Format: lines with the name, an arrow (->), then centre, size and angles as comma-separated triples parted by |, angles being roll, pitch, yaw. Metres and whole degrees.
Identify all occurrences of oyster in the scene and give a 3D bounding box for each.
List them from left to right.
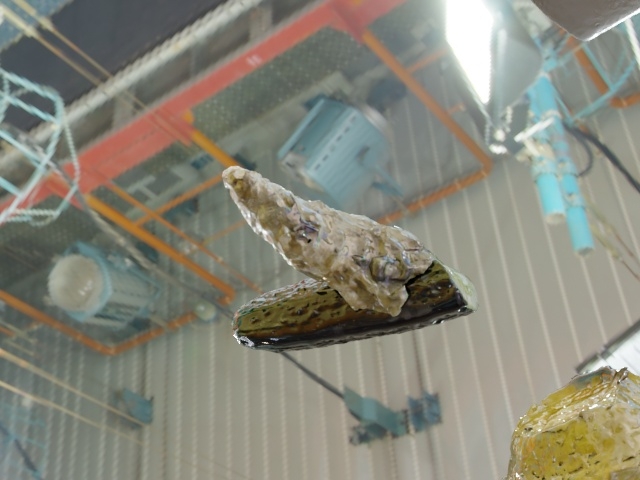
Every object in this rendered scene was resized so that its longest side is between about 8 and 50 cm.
oyster -> 0.001, 0.001, 0.906 | 0.200, 0.061, 0.106 | 11, -103, 0

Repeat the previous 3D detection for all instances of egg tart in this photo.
egg tart -> 0.401, 0.297, 1.542 | 0.345, 0.345, 0.132 | -30, -90, 22

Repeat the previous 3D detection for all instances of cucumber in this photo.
cucumber -> 0.024, 0.063, 0.960 | 0.242, 0.074, 0.074 | -14, -128, 18

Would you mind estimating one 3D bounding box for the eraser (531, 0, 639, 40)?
eraser -> 0.269, -0.287, 0.803 | 0.270, 0.174, 0.094 | -26, -152, 47
